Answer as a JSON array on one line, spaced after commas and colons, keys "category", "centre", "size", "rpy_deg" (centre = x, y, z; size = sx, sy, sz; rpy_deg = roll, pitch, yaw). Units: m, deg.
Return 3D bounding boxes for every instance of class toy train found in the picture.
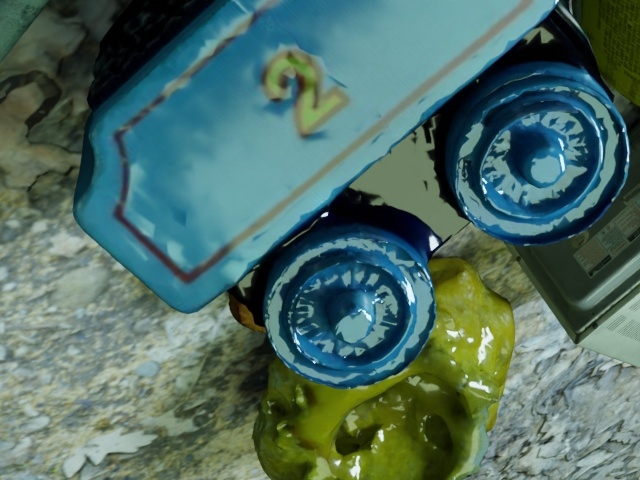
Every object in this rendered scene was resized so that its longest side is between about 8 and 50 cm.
[{"category": "toy train", "centre": [0.018, -0.085, 0.770], "size": [0.300, 0.188, 0.265], "rpy_deg": [-40, 113, 13]}]

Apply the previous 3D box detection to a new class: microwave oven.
[{"category": "microwave oven", "centre": [0.319, -0.017, 1.200], "size": [0.240, 0.145, 0.194], "rpy_deg": [-43, 143, 20]}]

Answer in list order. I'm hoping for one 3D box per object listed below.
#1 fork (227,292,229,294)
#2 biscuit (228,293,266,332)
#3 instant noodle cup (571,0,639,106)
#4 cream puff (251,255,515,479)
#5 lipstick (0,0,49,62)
[{"category": "fork", "centre": [-0.036, -0.022, 1.017], "size": [0.028, 0.034, 0.219], "rpy_deg": [-12, 144, -40]}, {"category": "biscuit", "centre": [-0.001, -0.001, 1.041], "size": [0.188, 0.027, 0.188], "rpy_deg": [-36, 155, -20]}, {"category": "instant noodle cup", "centre": [0.273, -0.205, 0.824], "size": [0.264, 0.264, 0.200], "rpy_deg": [-27, 156, -5]}, {"category": "cream puff", "centre": [0.068, 0.150, 1.194], "size": [0.282, 0.185, 0.282], "rpy_deg": [-24, 149, -15]}, {"category": "lipstick", "centre": [-0.175, -0.145, 0.728], "size": [0.158, 0.048, 0.048], "rpy_deg": [-45, 144, 23]}]
